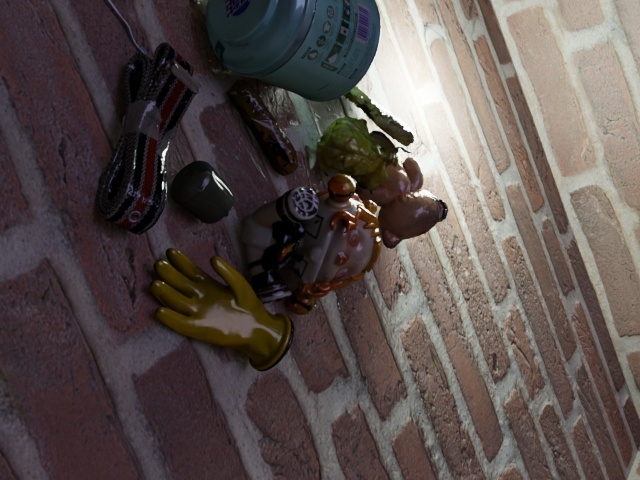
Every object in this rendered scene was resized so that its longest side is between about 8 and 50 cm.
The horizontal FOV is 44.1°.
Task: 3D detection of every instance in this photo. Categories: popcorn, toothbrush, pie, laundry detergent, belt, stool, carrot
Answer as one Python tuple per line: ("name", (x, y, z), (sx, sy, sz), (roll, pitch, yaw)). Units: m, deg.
("popcorn", (0.090, -0.205, 1.882), (0.195, 0.173, 0.168), (39, 7, -8))
("toothbrush", (-0.369, -0.406, 1.490), (0.013, 0.011, 0.131), (-51, 118, -36))
("pie", (0.140, -0.327, 1.990), (0.274, 0.055, 0.274), (40, 9, -7))
("laundry detergent", (-0.069, -0.468, 1.684), (0.305, 0.287, 0.287), (9, 69, -52))
("belt", (-0.308, -0.183, 1.398), (0.094, 0.126, 0.359), (42, 51, -50))
("stool", (-0.221, -0.089, 1.490), (0.110, 0.096, 0.096), (46, 43, -40))
("carrot", (-0.123, -0.244, 1.712), (0.229, 0.069, 0.069), (56, 38, -20))

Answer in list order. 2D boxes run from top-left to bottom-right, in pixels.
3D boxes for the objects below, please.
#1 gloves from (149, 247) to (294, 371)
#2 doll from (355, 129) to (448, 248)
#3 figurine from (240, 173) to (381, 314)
("gloves", (-0.192, 0.125, 1.444), (0.294, 0.116, 0.133), (37, 41, -31))
("doll", (0.180, -0.133, 2.043), (0.201, 0.156, 0.303), (-25, 75, -15))
("figurine", (-0.004, -0.002, 1.659), (0.323, 0.196, 0.320), (0, 119, -45))
